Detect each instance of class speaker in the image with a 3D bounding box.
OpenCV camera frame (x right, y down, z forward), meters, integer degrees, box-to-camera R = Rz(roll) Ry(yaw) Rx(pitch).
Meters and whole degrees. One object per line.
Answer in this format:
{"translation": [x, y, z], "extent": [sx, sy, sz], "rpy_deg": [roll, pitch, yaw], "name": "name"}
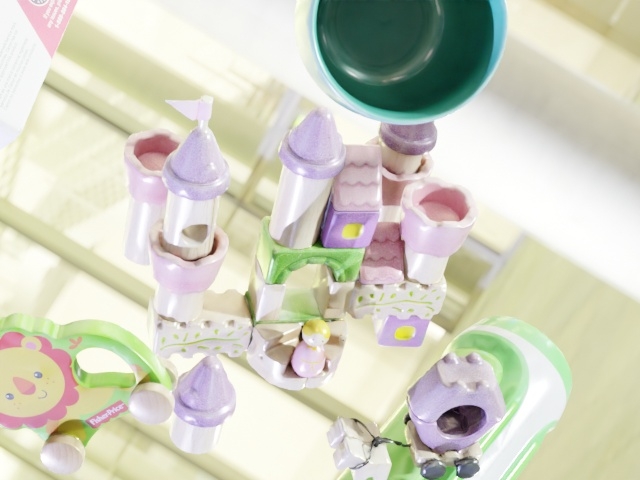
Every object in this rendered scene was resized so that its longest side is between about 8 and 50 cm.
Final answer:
{"translation": [0.104, 0.199, 1.403], "extent": [0.296, 0.131, 0.131], "rpy_deg": [-45, -8, -33], "name": "speaker"}

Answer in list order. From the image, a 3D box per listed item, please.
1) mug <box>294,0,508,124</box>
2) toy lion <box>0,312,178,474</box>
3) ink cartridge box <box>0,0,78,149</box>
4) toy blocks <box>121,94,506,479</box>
{"translation": [0.061, -0.145, 1.045], "extent": [0.097, 0.158, 0.129], "rpy_deg": [-142, 48, -76], "name": "mug"}
{"translation": [-0.140, 0.072, 0.836], "extent": [0.100, 0.096, 0.034], "rpy_deg": [-30, 27, 20], "name": "toy lion"}
{"translation": [-0.328, -0.191, 1.236], "extent": [0.100, 0.237, 0.172], "rpy_deg": [-27, 37, 44], "name": "ink cartridge box"}
{"translation": [0.000, 0.000, 1.291], "extent": [0.309, 0.289, 0.260], "rpy_deg": [-108, 24, -43], "name": "toy blocks"}
